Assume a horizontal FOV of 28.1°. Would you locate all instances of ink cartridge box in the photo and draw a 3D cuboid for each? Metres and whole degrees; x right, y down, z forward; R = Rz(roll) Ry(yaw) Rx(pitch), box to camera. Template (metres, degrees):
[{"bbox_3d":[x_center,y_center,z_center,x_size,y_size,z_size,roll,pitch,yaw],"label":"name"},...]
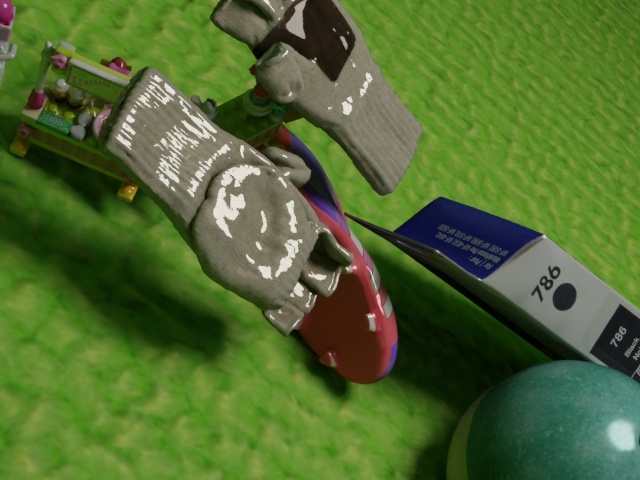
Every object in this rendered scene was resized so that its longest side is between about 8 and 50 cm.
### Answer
[{"bbox_3d":[0.186,0.053,1.031,0.333,0.065,0.165,34,-3,-27],"label":"ink cartridge box"}]

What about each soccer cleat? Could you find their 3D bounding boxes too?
[{"bbox_3d":[0.000,0.000,0.990,0.095,0.083,0.248,1,49,-52],"label":"soccer cleat"}]

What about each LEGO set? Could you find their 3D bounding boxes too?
[{"bbox_3d":[-0.104,-0.108,0.902,0.287,0.107,0.132,4,59,-18],"label":"LEGO set"}]

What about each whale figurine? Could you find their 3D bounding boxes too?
[{"bbox_3d":[0.210,0.211,0.905,0.216,0.141,0.272,-15,72,-40],"label":"whale figurine"}]

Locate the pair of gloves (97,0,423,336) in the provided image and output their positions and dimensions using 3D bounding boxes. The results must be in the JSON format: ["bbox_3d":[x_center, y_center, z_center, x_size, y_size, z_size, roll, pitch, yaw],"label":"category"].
[{"bbox_3d":[-0.024,-0.072,0.874,0.204,0.042,0.240,52,52,-23],"label":"pair of gloves"}]
